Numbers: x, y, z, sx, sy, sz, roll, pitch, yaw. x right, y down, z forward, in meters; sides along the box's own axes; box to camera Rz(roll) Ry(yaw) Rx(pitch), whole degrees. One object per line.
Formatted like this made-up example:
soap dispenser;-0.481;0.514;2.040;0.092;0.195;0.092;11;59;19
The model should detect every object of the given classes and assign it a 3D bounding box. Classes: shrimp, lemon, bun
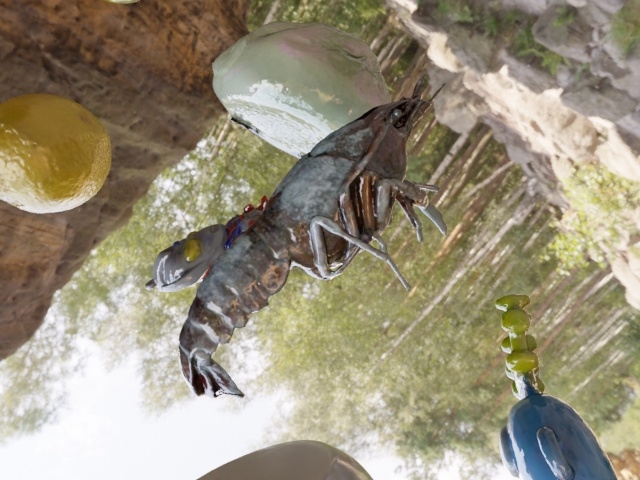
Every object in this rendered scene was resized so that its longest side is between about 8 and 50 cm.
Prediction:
shrimp;0.000;-0.005;0.548;0.166;0.410;0.221;57;168;-30
lemon;-0.533;-0.173;1.006;0.228;0.228;0.253;29;-155;-9
bun;-0.005;-0.232;0.769;0.293;0.187;0.293;22;175;2

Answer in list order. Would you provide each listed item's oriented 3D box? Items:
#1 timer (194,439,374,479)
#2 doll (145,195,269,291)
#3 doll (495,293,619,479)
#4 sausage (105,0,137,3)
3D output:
timer;-0.032;0.348;0.444;0.285;0.285;0.285;28;-159;-11
doll;-0.141;0.010;0.653;0.062;0.194;0.104;55;-176;-48
doll;0.260;0.252;0.575;0.341;0.098;0.346;56;-161;-52
sausage;-0.218;-0.347;0.464;0.123;0.123;0.347;32;164;0
